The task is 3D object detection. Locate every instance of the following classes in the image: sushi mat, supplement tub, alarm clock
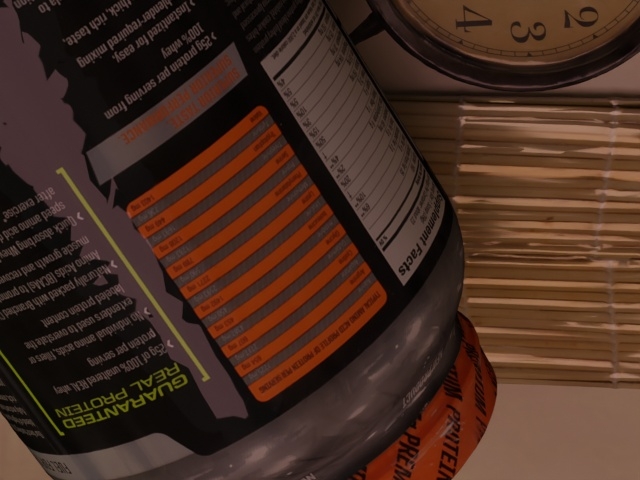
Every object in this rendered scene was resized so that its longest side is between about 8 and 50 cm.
[{"bbox_3d":[0.000,0.000,0.829,0.316,0.019,0.151,2,124,6],"label":"sushi mat"},{"bbox_3d":[-0.073,-0.032,0.696,0.193,0.193,0.316,-24,112,22],"label":"supplement tub"},{"bbox_3d":[0.097,-0.126,0.703,0.192,0.064,0.129,1,124,10],"label":"alarm clock"}]
